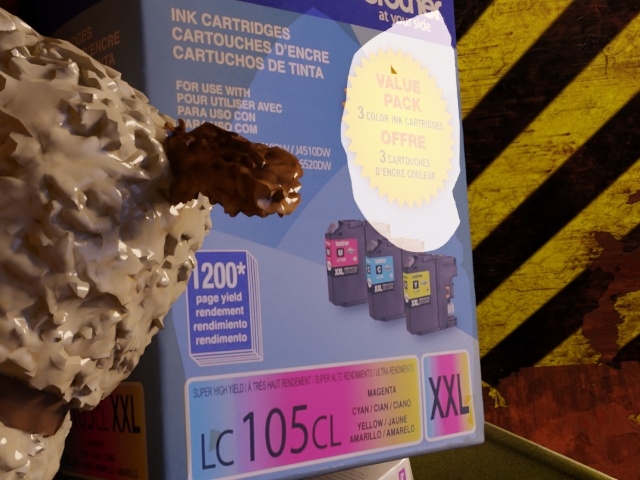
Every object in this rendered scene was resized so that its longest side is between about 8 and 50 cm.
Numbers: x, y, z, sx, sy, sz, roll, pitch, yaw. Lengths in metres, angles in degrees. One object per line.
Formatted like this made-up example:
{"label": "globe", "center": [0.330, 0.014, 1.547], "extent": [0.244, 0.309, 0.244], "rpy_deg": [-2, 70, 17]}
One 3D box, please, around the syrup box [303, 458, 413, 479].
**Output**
{"label": "syrup box", "center": [-0.035, 0.237, 0.671], "extent": [0.237, 0.093, 0.096], "rpy_deg": [-26, 116, -42]}

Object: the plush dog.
{"label": "plush dog", "center": [-0.139, 0.038, 0.358], "extent": [0.225, 0.210, 0.262], "rpy_deg": [-66, 161, -10]}

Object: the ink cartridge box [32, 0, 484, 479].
{"label": "ink cartridge box", "center": [-0.039, -0.048, 0.625], "extent": [0.270, 0.151, 0.395], "rpy_deg": [0, 82, -41]}

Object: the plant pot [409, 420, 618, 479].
{"label": "plant pot", "center": [0.142, 0.361, 0.850], "extent": [0.353, 0.366, 0.366], "rpy_deg": [-66, 164, -8]}
